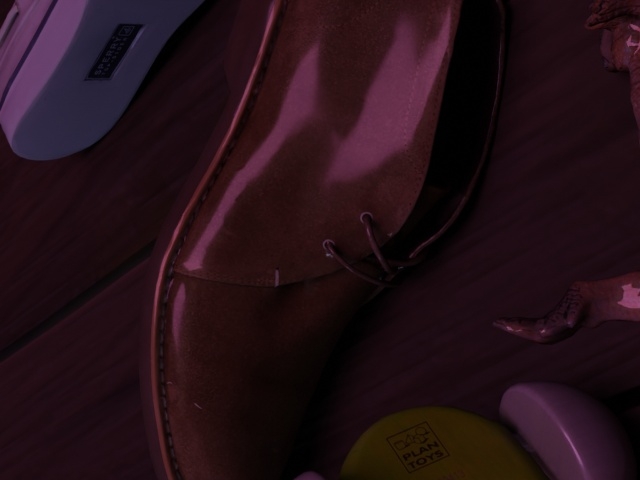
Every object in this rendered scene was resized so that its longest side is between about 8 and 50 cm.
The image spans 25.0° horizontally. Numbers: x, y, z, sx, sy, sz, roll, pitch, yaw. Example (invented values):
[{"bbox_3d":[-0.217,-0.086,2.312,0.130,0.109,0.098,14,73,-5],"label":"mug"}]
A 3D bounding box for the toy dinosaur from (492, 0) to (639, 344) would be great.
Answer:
[{"bbox_3d":[0.189,-0.039,0.492,0.296,0.127,0.200,13,88,39],"label":"toy dinosaur"}]

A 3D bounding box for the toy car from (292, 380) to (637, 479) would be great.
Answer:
[{"bbox_3d":[0.069,0.157,0.588,0.182,0.159,0.136,57,160,33],"label":"toy car"}]

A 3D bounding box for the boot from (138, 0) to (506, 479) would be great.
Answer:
[{"bbox_3d":[0.000,0.000,0.689,0.115,0.112,0.305,19,97,34],"label":"boot"}]

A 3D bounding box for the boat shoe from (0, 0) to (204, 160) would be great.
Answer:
[{"bbox_3d":[-0.115,-0.159,0.827,0.267,0.096,0.088,-50,58,39],"label":"boat shoe"}]
